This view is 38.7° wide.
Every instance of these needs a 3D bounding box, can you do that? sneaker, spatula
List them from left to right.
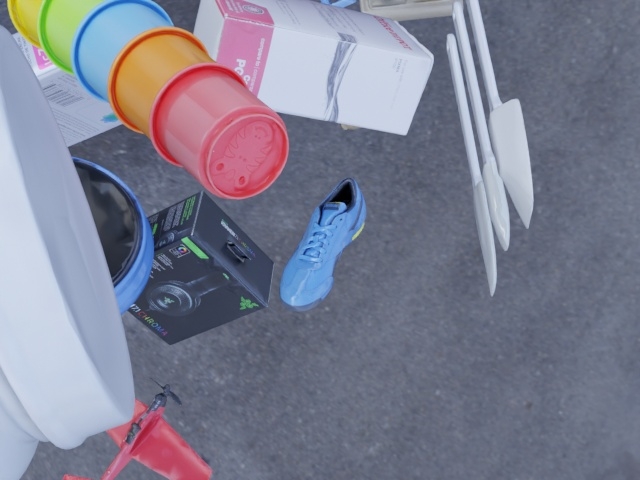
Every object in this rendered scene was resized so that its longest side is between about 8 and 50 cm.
[{"bbox_3d":[0.000,0.000,1.196,0.082,0.069,0.209,85,28,-46],"label":"sneaker"},{"bbox_3d":[0.125,-0.098,0.697,0.019,0.168,0.242,-6,65,2],"label":"spatula"}]

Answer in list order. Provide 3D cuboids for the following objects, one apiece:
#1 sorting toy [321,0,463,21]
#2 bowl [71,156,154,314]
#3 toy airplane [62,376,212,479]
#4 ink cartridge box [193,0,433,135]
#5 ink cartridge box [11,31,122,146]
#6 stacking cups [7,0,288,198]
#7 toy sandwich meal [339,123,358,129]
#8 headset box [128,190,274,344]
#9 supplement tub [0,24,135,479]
[{"bbox_3d":[0.145,-0.469,1.543,0.047,0.348,0.196,-54,138,-60],"label":"sorting toy"},{"bbox_3d":[-0.498,0.003,1.639,0.391,0.391,0.077,-24,152,-25],"label":"bowl"},{"bbox_3d":[-0.174,0.188,0.802,0.028,0.151,0.151,13,95,-72],"label":"toy airplane"},{"bbox_3d":[-0.019,-0.250,1.230,0.283,0.207,0.117,9,116,-19],"label":"ink cartridge box"},{"bbox_3d":[-0.320,-0.133,0.936,0.311,0.186,0.065,-23,79,11],"label":"ink cartridge box"},{"bbox_3d":[-0.126,-0.133,0.656,0.096,0.316,0.096,-21,129,-29],"label":"stacking cups"},{"bbox_3d":[0.060,-0.207,1.416,0.085,0.029,0.085,-38,156,-20],"label":"toy sandwich meal"},{"bbox_3d":[-0.265,0.060,1.854,0.246,0.283,0.131,49,31,-35],"label":"headset box"},{"bbox_3d":[-0.279,0.041,0.430,0.331,0.241,0.241,-17,111,-7],"label":"supplement tub"}]
